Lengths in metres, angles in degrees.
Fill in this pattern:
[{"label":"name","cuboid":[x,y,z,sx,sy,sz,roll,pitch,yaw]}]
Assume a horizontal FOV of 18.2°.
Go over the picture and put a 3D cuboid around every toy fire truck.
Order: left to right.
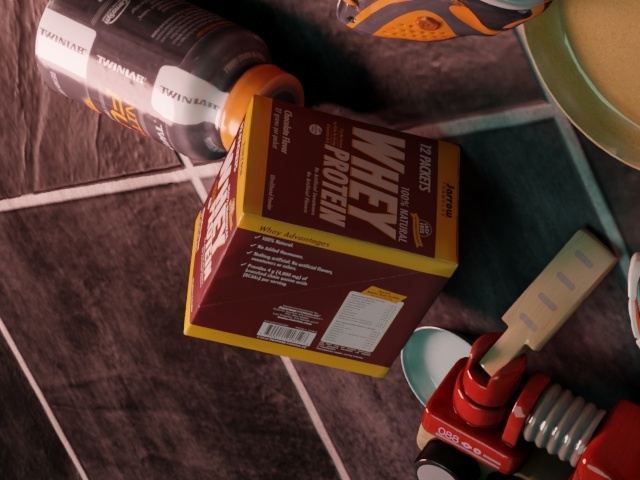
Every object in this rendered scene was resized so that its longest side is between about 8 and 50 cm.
[{"label":"toy fire truck","cuboid":[0.212,0.136,1.706,0.217,0.158,0.246,29,144,15]}]

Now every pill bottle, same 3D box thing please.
[{"label":"pill bottle","cuboid":[-0.133,-0.154,1.828,0.246,0.130,0.130,27,137,30]}]

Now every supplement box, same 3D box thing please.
[{"label":"supplement box","cuboid":[0.000,0.000,1.741,0.191,0.129,0.194,13,143,-13]}]

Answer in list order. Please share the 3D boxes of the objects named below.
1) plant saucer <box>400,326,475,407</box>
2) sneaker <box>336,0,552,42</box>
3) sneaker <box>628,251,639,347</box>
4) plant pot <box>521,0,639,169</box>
[{"label":"plant saucer","cuboid":[0.129,0.127,1.873,0.119,0.021,0.119,28,137,30]},{"label":"sneaker","cuboid":[0.018,-0.238,1.496,0.321,0.124,0.180,32,158,-8]},{"label":"sneaker","cuboid":[0.295,0.076,1.638,0.065,0.061,0.158,-12,113,21]},{"label":"plant pot","cuboid":[0.254,-0.154,1.494,0.236,0.032,0.236,29,138,29]}]
